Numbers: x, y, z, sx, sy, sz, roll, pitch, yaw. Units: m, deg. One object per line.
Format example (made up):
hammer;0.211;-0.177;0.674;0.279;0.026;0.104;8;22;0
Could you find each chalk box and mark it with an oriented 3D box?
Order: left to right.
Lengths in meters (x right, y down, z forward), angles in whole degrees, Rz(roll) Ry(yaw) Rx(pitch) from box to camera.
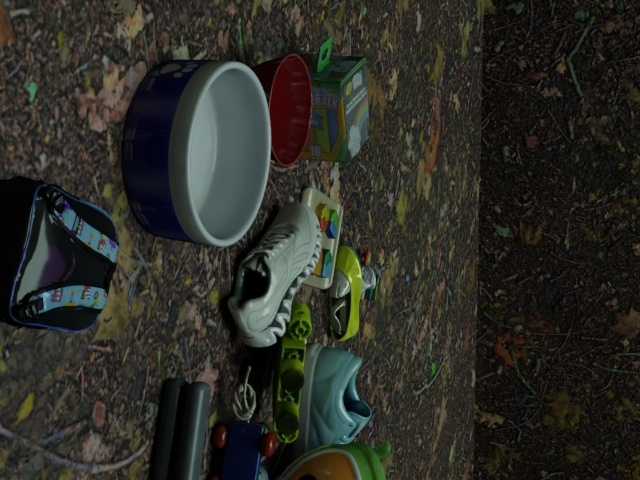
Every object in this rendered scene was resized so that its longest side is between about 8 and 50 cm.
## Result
chalk box;0.007;-0.268;1.746;0.132;0.132;0.213;-52;143;-52

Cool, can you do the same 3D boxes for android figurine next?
android figurine;-0.056;0.237;1.724;0.273;0.056;0.248;-97;-167;-74

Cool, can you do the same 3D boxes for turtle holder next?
turtle holder;0.012;0.535;1.901;0.320;0.228;0.243;141;-54;-67

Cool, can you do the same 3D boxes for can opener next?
can opener;-0.226;0.350;1.405;0.095;0.076;0.283;17;79;-70

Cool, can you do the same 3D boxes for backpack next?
backpack;-0.303;0.021;1.028;0.173;0.117;0.158;32;66;-67

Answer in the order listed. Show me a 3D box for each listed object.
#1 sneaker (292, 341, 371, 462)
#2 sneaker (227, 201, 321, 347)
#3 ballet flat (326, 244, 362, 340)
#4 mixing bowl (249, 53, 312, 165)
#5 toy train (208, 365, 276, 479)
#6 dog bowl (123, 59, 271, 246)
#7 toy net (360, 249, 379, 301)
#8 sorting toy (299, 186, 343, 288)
sneaker;0.030;0.401;1.999;0.135;0.150;0.365;-41;134;-60
sneaker;-0.081;0.040;1.663;0.118;0.110;0.292;59;41;-46
ballet flat;0.048;0.125;2.078;0.077;0.077;0.231;-33;131;-43
mixing bowl;-0.091;-0.216;1.545;0.181;0.098;0.181;7;90;-69
toy train;-0.121;0.343;1.664;0.143;0.105;0.248;26;72;-80
dog bowl;-0.170;-0.127;1.354;0.265;0.104;0.264;7;90;-69
toy net;0.116;0.083;2.200;0.232;0.045;0.122;21;79;-86
sorting toy;0.000;0.000;1.947;0.208;0.038;0.193;22;76;-69
